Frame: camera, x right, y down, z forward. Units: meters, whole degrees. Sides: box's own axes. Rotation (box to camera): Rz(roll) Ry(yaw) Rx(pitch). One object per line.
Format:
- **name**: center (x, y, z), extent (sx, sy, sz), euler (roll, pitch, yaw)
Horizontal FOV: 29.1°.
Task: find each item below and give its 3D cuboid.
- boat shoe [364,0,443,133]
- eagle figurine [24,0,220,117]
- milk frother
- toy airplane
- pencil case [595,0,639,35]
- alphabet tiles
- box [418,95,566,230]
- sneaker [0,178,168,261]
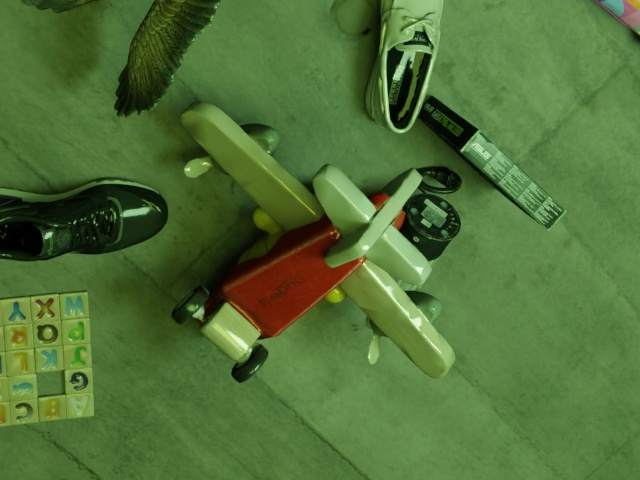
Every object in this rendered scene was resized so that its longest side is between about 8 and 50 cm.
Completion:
- **boat shoe**: center (0.120, -0.278, 1.689), extent (0.096, 0.088, 0.267), euler (8, 108, -20)
- **eagle figurine**: center (-0.198, -0.322, 1.524), extent (0.298, 0.226, 0.225), euler (-37, 137, -6)
- **milk frother**: center (0.146, -0.021, 1.797), extent (0.143, 0.129, 0.135), euler (-26, 157, -37)
- **toy airplane**: center (0.000, 0.000, 1.653), extent (0.384, 0.272, 0.386), euler (10, 125, 17)
- **pencil case**: center (0.444, -0.356, 1.755), extent (0.236, 0.104, 0.104), euler (36, 97, -24)
- **alphabet tiles**: center (-0.442, 0.173, 1.735), extent (0.237, 0.009, 0.198), euler (-5, 112, -16)
- **box**: center (0.237, -0.111, 1.735), extent (0.191, 0.184, 0.045), euler (39, 94, -25)
- **sneaker**: center (-0.338, -0.010, 1.631), extent (0.283, 0.124, 0.107), euler (-5, 112, -15)
